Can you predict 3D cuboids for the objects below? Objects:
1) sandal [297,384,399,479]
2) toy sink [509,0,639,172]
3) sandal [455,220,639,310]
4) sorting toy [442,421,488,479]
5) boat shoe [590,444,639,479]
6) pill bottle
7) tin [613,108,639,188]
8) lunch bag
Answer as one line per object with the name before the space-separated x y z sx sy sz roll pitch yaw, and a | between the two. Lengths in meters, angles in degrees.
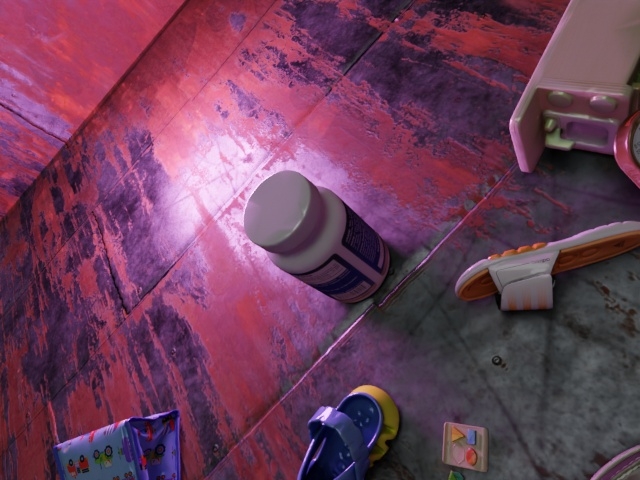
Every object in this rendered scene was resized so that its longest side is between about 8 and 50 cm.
sandal | 0.003 0.364 0.647 0.126 0.138 0.317 12 77 35
toy sink | 0.406 -0.220 0.658 0.131 0.153 0.234 24 81 38
sandal | 0.322 0.050 0.612 0.265 0.102 0.076 -22 54 21
sorting toy | 0.204 0.306 0.621 0.062 0.012 0.083 -4 65 32
boat shoe | 0.311 0.350 0.478 0.305 0.091 0.109 -51 51 2
pill bottle | 0.000 0.000 0.743 0.153 0.265 0.153 -15 60 27
tin | 0.470 -0.094 0.563 0.106 0.040 0.189 -43 86 13
lunch bag | -0.377 0.513 0.851 0.221 0.138 0.293 -26 68 20
